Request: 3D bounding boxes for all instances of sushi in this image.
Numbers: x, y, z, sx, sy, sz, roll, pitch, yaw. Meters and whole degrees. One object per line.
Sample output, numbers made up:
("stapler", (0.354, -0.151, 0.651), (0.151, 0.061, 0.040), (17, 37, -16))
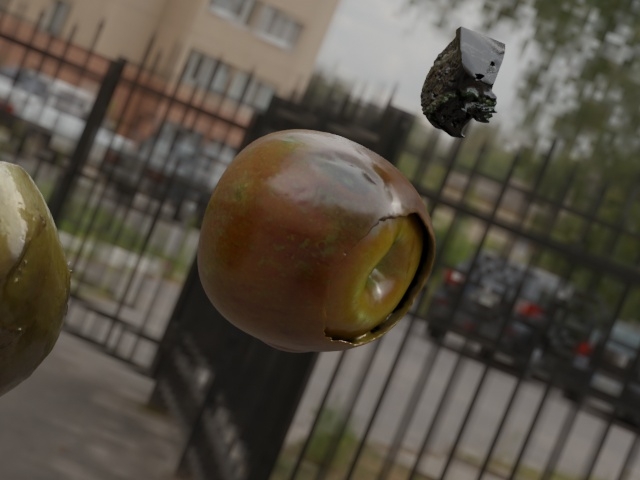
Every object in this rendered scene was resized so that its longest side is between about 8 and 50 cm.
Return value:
("sushi", (0.134, -0.148, 1.831), (0.056, 0.084, 0.083), (19, -29, -29))

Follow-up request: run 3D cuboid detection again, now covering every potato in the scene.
("potato", (-0.312, 0.071, 1.657), (0.116, 0.239, 0.299), (44, -35, 21))

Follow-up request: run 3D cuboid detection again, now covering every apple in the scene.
("apple", (0.000, 0.000, 1.818), (0.207, 0.237, 0.237), (18, 1, 15))

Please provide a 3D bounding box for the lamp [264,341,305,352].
("lamp", (-0.017, 0.024, 2.241), (0.196, 0.223, 0.223), (17, 2, -8))
